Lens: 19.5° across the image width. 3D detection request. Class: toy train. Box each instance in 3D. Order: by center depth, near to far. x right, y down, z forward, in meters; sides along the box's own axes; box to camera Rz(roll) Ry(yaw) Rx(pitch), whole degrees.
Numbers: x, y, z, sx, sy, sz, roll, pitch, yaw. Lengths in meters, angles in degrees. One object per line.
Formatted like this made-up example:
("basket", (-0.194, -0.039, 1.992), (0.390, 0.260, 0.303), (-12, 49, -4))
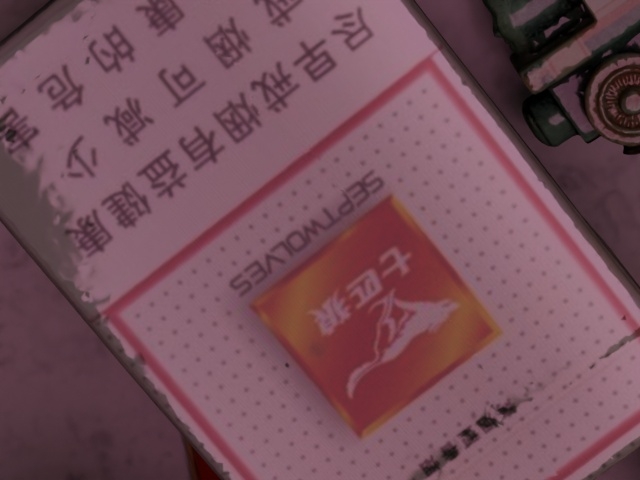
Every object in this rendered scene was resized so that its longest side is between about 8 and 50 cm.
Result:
("toy train", (0.167, -0.130, 0.893), (0.194, 0.081, 0.125), (-34, 101, 7))

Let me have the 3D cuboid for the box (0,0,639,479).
("box", (0.000, 0.000, 0.876), (0.210, 0.095, 0.330), (-38, 99, 6))
